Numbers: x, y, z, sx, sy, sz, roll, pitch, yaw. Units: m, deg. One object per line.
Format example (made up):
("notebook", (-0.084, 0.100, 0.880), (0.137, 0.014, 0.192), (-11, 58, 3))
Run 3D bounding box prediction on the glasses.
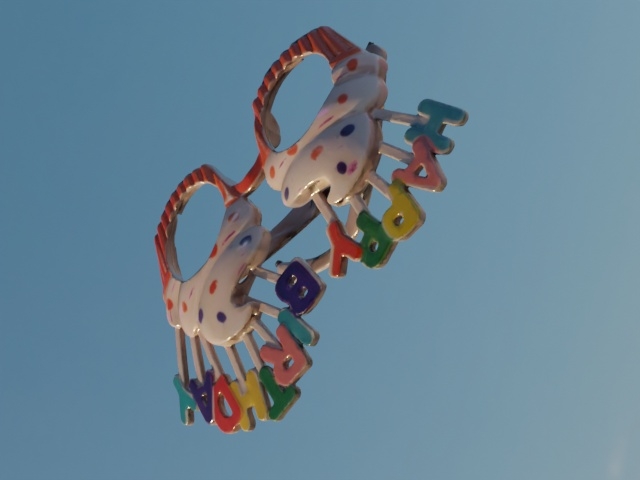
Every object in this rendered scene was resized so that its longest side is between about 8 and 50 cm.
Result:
("glasses", (-0.003, 0.003, 0.815), (0.095, 0.162, 0.255), (17, -58, -34))
